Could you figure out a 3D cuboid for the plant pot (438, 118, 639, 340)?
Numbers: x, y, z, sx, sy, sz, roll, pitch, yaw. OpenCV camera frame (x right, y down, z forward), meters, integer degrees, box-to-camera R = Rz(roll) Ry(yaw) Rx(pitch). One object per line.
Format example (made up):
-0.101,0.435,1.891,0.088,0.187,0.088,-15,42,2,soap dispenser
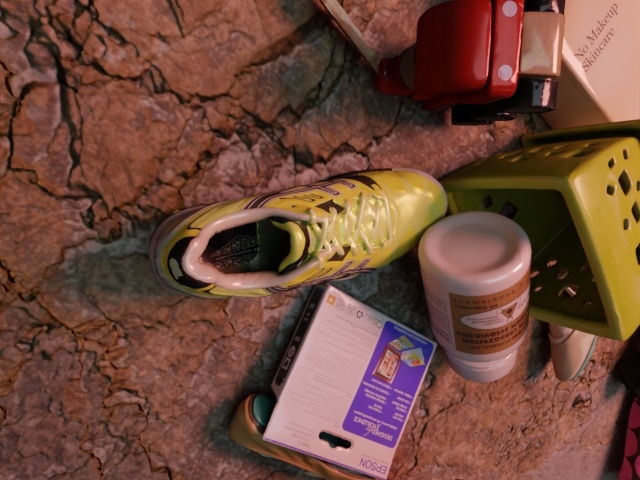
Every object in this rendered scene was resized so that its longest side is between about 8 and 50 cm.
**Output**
0.338,-0.034,0.625,0.207,0.227,0.228,-33,108,-18,plant pot

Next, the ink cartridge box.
0.042,0.195,0.629,0.206,0.045,0.209,30,76,-22,ink cartridge box

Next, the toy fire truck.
0.117,-0.224,0.528,0.246,0.217,0.159,0,99,-5,toy fire truck

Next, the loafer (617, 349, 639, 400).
0.630,0.198,0.791,0.076,0.078,0.223,29,119,-18,loafer

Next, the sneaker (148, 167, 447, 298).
0.000,0.000,0.546,0.384,0.147,0.145,-16,102,-19,sneaker

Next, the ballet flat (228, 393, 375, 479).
-0.023,0.282,0.634,0.232,0.080,0.073,34,114,-19,ballet flat

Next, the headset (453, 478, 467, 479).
0.115,0.417,0.597,0.394,0.243,0.186,39,43,-47,headset

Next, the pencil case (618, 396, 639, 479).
0.629,0.373,0.859,0.098,0.095,0.210,10,93,-14,pencil case

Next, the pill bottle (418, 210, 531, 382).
0.210,0.086,0.615,0.131,0.131,0.229,-30,130,-13,pill bottle

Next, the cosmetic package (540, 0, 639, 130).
0.365,-0.280,0.651,0.309,0.113,0.160,37,86,-22,cosmetic package

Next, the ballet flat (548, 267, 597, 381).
0.429,0.109,0.761,0.086,0.086,0.249,30,87,-21,ballet flat
